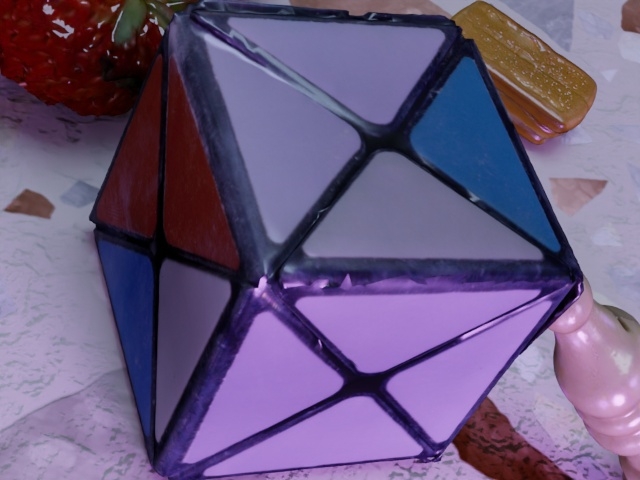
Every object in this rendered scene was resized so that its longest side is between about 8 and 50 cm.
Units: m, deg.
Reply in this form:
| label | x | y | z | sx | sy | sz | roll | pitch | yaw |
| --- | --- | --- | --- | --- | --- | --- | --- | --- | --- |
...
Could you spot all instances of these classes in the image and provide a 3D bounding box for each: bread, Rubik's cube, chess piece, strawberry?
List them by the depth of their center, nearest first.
| label | x | y | z | sx | sy | sz | roll | pitch | yaw |
| --- | --- | --- | --- | --- | --- | --- | --- | --- | --- |
| Rubik's cube | 0.000 | 0.000 | 1.289 | 0.310 | 0.307 | 0.305 | 1 | 51 | -28 |
| chess piece | 0.278 | 0.144 | 1.337 | 0.307 | 0.124 | 0.139 | 52 | 53 | -30 |
| strawberry | -0.245 | -0.238 | 1.464 | 0.261 | 0.257 | 0.261 | 24 | 60 | -50 |
| bread | 0.228 | -0.197 | 1.767 | 0.200 | 0.077 | 0.116 | 36 | 42 | 4 |
